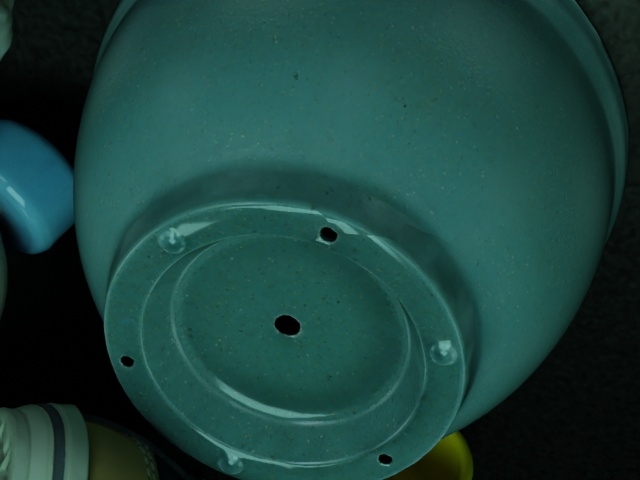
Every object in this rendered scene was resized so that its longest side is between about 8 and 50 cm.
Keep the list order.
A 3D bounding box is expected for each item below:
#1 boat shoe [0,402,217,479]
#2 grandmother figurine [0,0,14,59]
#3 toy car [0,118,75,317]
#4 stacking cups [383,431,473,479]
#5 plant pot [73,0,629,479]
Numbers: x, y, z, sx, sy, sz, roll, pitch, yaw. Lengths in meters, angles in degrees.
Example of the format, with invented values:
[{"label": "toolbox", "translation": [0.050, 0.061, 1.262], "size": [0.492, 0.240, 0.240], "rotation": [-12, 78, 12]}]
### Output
[{"label": "boat shoe", "translation": [-0.182, 0.198, 1.071], "size": [0.156, 0.187, 0.500], "rotation": [18, 159, -22]}, {"label": "grandmother figurine", "translation": [-0.231, -0.216, 0.853], "size": [0.104, 0.208, 0.342], "rotation": [-23, 101, -15]}, {"label": "toy car", "translation": [-0.289, 0.005, 1.056], "size": [0.210, 0.219, 0.238], "rotation": [48, 154, -10]}, {"label": "stacking cups", "translation": [0.002, 0.235, 1.188], "size": [0.096, 0.096, 0.316], "rotation": [19, 128, 0]}, {"label": "plant pot", "translation": [0.000, 0.000, 0.953], "size": [0.293, 0.196, 0.293], "rotation": [7, 127, 9]}]
